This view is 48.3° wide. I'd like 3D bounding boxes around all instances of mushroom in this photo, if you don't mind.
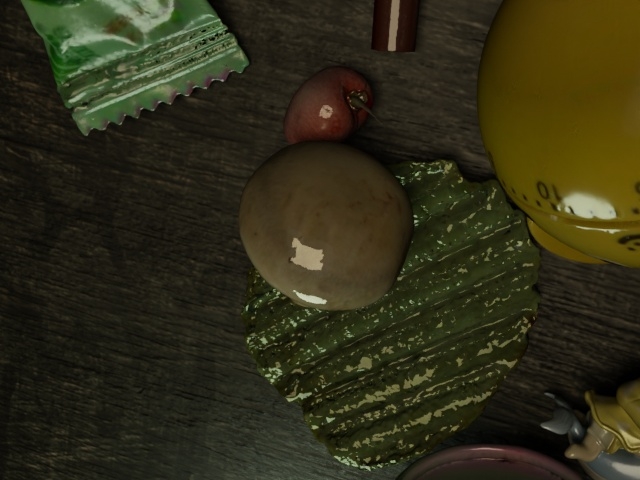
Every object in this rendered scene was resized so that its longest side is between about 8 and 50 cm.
[{"bbox_3d":[0.002,-0.017,0.818,0.206,0.209,0.206,1,86,-20],"label":"mushroom"}]

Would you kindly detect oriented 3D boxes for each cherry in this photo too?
[{"bbox_3d":[0.005,-0.155,0.855,0.126,0.106,0.087,-27,103,22],"label":"cherry"}]

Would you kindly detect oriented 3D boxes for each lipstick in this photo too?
[{"bbox_3d":[0.095,-0.392,0.785,0.057,0.057,0.357,8,107,13],"label":"lipstick"}]

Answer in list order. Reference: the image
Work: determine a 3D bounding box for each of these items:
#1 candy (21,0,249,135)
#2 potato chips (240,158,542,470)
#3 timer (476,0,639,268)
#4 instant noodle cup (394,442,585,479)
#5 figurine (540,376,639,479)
[{"bbox_3d":[-0.287,-0.333,0.854,0.262,0.172,0.398,-16,114,23],"label":"candy"},{"bbox_3d":[0.091,0.100,0.932,0.429,0.070,0.359,-31,94,20],"label":"potato chips"},{"bbox_3d":[0.337,-0.109,0.671,0.376,0.376,0.387,-24,126,20],"label":"timer"},{"bbox_3d":[0.210,0.421,0.860,0.325,0.325,0.254,-2,107,16],"label":"instant noodle cup"},{"bbox_3d":[0.376,0.230,0.867,0.208,0.128,0.184,17,108,14],"label":"figurine"}]
